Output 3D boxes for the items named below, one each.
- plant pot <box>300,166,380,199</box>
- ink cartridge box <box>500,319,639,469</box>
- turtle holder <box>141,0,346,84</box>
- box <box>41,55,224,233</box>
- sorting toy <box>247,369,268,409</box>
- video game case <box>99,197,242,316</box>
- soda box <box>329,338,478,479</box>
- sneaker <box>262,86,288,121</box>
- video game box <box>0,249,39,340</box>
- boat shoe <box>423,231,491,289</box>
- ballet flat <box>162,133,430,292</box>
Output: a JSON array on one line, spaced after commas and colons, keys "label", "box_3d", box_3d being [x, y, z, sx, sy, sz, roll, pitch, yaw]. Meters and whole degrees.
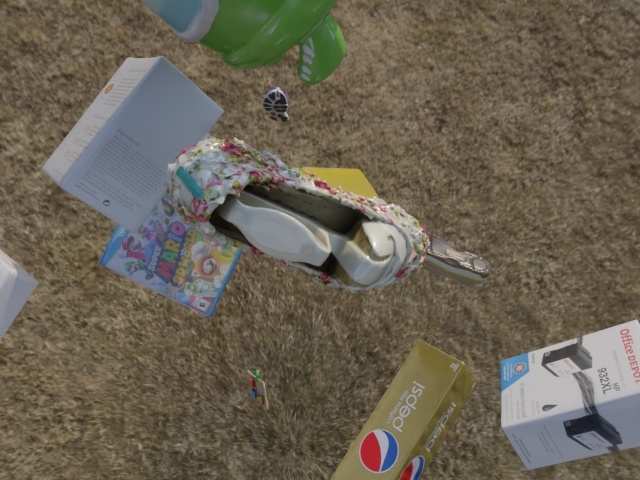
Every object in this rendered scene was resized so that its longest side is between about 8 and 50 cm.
[{"label": "plant pot", "box_3d": [0.036, -0.027, 1.304, 0.212, 0.212, 0.187, -6, 45, -47]}, {"label": "ink cartridge box", "box_3d": [0.543, 0.316, 1.162, 0.308, 0.223, 0.129, -26, 106, 27]}, {"label": "turtle holder", "box_3d": [-0.061, -0.254, 0.410, 0.228, 0.243, 0.320, 25, 27, -29]}, {"label": "box", "box_3d": [-0.214, -0.112, 0.636, 0.170, 0.091, 0.130, -55, 36, -8]}, {"label": "sorting toy", "box_3d": [-0.119, 0.265, 1.035, 0.012, 0.083, 0.062, -21, 28, -32]}, {"label": "video game case", "box_3d": [-0.194, 0.012, 0.746, 0.166, 0.015, 0.119, 25, 87, 6]}, {"label": "soda box", "box_3d": [0.085, 0.197, 0.574, 0.058, 0.061, 0.181, 24, 74, 39]}, {"label": "sneaker", "box_3d": [-0.120, -0.382, 1.536, 0.068, 0.170, 0.071, 4, 83, -1]}, {"label": "video game box", "box_3d": [-0.454, 0.093, 0.674, 0.187, 0.048, 0.205, 27, 82, 31]}, {"label": "boat shoe", "box_3d": [0.232, 0.043, 1.101, 0.190, 0.072, 0.068, 29, 45, 20]}, {"label": "ballet flat", "box_3d": [0.000, 0.000, 0.414, 0.241, 0.091, 0.077, 17, 22, -33]}]
